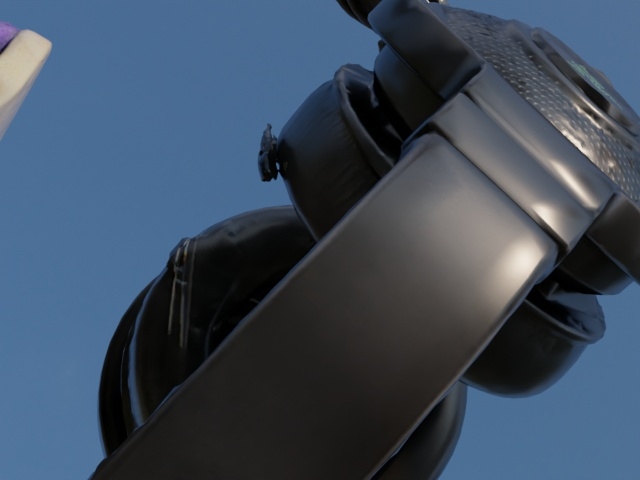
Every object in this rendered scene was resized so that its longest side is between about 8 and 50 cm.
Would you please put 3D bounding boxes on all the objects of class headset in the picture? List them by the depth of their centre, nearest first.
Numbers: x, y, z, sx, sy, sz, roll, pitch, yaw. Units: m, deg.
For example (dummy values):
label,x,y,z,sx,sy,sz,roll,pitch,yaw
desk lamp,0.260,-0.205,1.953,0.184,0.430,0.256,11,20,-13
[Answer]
label,x,y,z,sx,sy,sz,roll,pitch,yaw
headset,0.000,0.000,0.509,0.185,0.394,0.243,45,-53,2

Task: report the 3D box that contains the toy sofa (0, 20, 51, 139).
label,x,y,z,sx,sy,sz,roll,pitch,yaw
toy sofa,-0.195,-0.004,0.403,0.150,0.362,0.177,28,-81,-10
